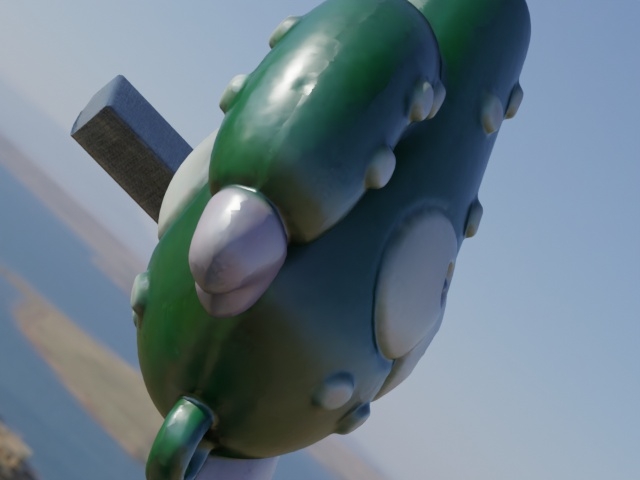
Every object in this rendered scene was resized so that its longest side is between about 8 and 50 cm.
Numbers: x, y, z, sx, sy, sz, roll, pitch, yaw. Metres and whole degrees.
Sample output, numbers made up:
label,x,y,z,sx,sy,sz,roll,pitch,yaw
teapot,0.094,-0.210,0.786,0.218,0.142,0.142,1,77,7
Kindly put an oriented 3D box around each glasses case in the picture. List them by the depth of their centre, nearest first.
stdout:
label,x,y,z,sx,sy,sz,roll,pitch,yaw
glasses case,-0.106,-0.033,1.445,0.205,0.047,0.071,46,21,-17

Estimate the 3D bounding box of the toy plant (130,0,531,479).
label,x,y,z,sx,sy,sz,roll,pitch,yaw
toy plant,0.000,-0.001,0.706,0.112,0.243,0.233,25,-52,12
